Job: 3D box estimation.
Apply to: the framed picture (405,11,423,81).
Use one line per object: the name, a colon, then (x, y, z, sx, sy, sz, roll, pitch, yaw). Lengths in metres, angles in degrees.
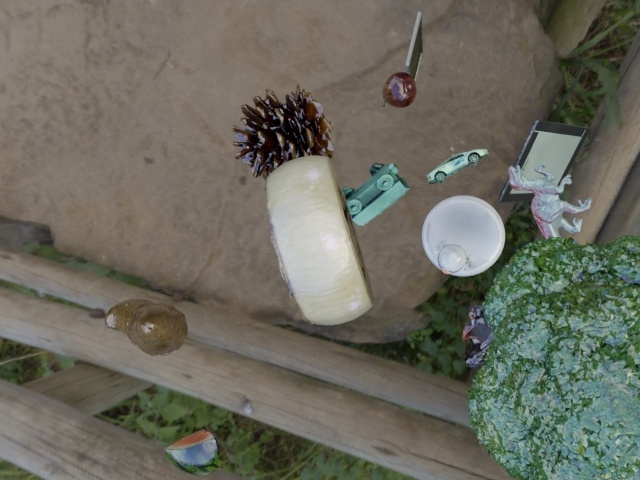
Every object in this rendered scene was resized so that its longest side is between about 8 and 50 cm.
framed picture: (0.304, -0.587, 1.832, 0.016, 0.250, 0.184, 13, 84, 13)

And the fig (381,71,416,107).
fig: (0.187, -0.380, 1.461, 0.125, 0.088, 0.089, -4, 95, 58)

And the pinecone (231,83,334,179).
pinecone: (-0.096, -0.258, 1.392, 0.264, 0.264, 0.264, 2, 96, 18)

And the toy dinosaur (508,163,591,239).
toy dinosaur: (0.508, -0.051, 1.259, 0.167, 0.053, 0.242, -3, 99, 12)

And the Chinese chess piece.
Chinese chess piece: (0.000, 0.000, 0.860, 0.104, 0.257, 0.257, -17, 90, 7)

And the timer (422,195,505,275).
timer: (0.399, -0.011, 1.597, 0.233, 0.240, 0.234, -1, 85, 11)

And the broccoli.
broccoli: (0.367, 0.174, 0.689, 0.321, 0.309, 0.414, -50, 59, 53)

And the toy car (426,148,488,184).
toy car: (0.387, -0.218, 1.623, 0.186, 0.093, 0.058, -28, 83, 13)

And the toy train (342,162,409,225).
toy train: (0.122, -0.105, 1.318, 0.172, 0.070, 0.099, -39, 123, 17)

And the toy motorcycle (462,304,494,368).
toy motorcycle: (0.608, 0.241, 1.826, 0.401, 0.207, 0.134, -39, 125, 19)

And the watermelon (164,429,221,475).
watermelon: (-0.286, 0.468, 1.289, 0.135, 0.094, 0.125, 6, 132, 3)

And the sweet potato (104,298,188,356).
sweet potato: (-0.290, 0.151, 0.981, 0.114, 0.341, 0.092, 21, 77, -26)

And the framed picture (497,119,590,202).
framed picture: (0.696, -0.237, 1.756, 0.016, 0.347, 0.265, 40, 123, 38)
